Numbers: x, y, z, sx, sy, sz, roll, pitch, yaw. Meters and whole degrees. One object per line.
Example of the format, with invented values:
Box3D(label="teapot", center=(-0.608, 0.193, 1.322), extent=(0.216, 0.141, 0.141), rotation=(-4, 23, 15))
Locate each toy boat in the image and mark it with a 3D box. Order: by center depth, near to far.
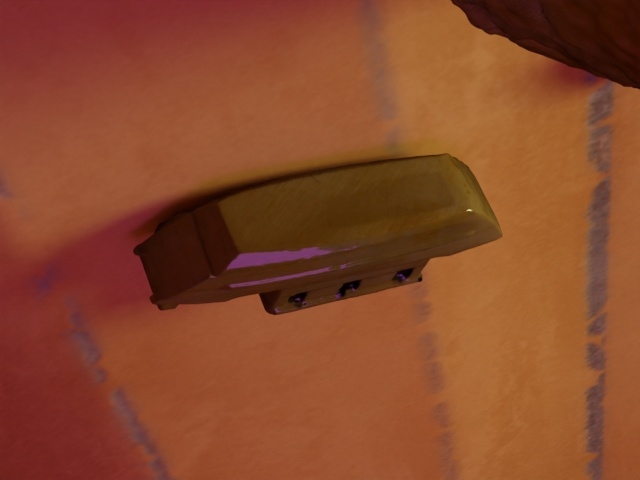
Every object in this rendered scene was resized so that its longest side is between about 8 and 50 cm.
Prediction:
Box3D(label="toy boat", center=(0.000, 0.000, 0.974), extent=(0.200, 0.057, 0.077), rotation=(-11, 155, -24))

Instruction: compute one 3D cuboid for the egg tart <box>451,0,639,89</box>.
Box3D(label="egg tart", center=(0.218, -0.138, 0.716), extent=(0.351, 0.153, 0.339), rotation=(-19, 176, 10))
